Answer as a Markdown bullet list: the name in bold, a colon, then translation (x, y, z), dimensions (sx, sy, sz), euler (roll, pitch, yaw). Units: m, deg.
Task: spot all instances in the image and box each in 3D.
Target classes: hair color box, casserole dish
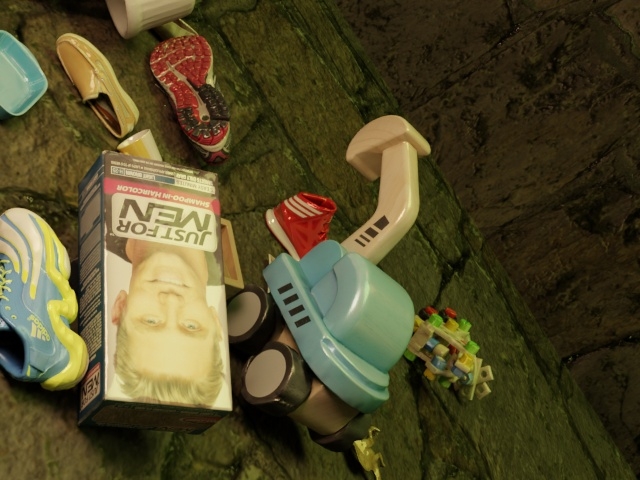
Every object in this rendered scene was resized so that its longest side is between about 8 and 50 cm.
- **hair color box**: translation (-0.219, 0.067, 1.423), dimensions (0.174, 0.105, 0.347), euler (10, 59, -29)
- **casserole dish**: translation (-0.461, -0.235, 1.578), dimensions (0.114, 0.037, 0.188), euler (52, 20, -18)

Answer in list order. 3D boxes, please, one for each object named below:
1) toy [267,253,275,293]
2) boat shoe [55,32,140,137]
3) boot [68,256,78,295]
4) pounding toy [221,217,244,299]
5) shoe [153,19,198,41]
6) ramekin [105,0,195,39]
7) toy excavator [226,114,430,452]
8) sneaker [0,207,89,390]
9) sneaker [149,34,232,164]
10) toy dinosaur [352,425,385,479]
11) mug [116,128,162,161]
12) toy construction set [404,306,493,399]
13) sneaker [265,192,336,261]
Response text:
- **toy**: translation (-0.040, 0.131, 2.014), dimensions (0.137, 0.056, 0.237), euler (44, 24, -31)
- **boat shoe**: translation (-0.369, -0.251, 1.785), dimensions (0.190, 0.068, 0.072), euler (51, 33, -21)
- **boot**: translation (-0.253, 0.093, 1.529), dimensions (0.219, 0.082, 0.106), euler (53, 23, -9)
- **pounding toy**: translation (-0.225, 0.042, 1.669), dimensions (0.206, 0.094, 0.181), euler (20, 47, -46)
- **shoe**: translation (-0.331, -0.460, 2.177), dimensions (0.219, 0.058, 0.076), euler (44, 24, -36)
- **ramekin**: translation (-0.323, -0.512, 1.960), dimensions (0.277, 0.135, 0.277), euler (164, -90, -74)
- **toy excavator**: translation (0.058, 0.055, 1.799), dimensions (0.222, 0.445, 0.433), euler (40, 14, -41)
- **sneaker**: translation (-0.358, 0.065, 1.306), dimensions (0.126, 0.091, 0.240), euler (7, 55, -64)
- **sneaker**: translation (-0.244, -0.271, 2.065), dimensions (0.112, 0.121, 0.299), euler (82, -8, -56)
- **toy dinosaur**: translation (0.073, 0.366, 1.946), dimensions (0.183, 0.053, 0.092), euler (54, 22, -12)
- **mug**: translation (-0.300, -0.138, 1.808), dimensions (0.064, 0.078, 0.062), euler (61, -15, -19)
- **toy construction set**: translation (0.305, 0.257, 2.511), dimensions (0.215, 0.151, 0.327), euler (41, 2, 29)
- **sneaker**: translation (0.000, 0.000, 2.191), dimensions (0.221, 0.128, 0.087), euler (49, 23, -21)
